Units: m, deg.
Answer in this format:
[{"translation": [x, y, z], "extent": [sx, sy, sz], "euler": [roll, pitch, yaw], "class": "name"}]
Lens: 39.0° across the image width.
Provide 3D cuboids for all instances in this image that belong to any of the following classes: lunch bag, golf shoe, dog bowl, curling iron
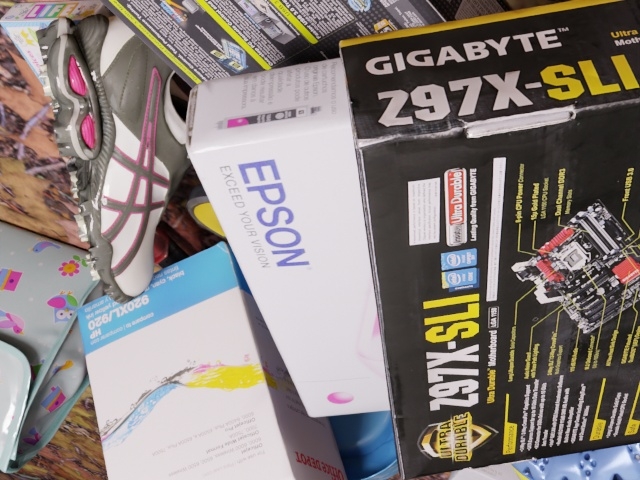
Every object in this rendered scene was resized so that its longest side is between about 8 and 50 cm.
[{"translation": [-0.383, 0.122, 1.059], "extent": [0.223, 0.262, 0.160], "euler": [19, 148, 13], "class": "lunch bag"}, {"translation": [-0.147, -0.054, 0.735], "extent": [0.120, 0.105, 0.273], "euler": [-12, 136, -14], "class": "golf shoe"}, {"translation": [-0.021, 0.171, 0.976], "extent": [0.297, 0.166, 0.074], "euler": [8, 155, 27], "class": "dog bowl"}, {"translation": [-0.161, 0.002, 0.927], "extent": [0.068, 0.035, 0.274], "euler": [-6, 132, 38], "class": "curling iron"}]

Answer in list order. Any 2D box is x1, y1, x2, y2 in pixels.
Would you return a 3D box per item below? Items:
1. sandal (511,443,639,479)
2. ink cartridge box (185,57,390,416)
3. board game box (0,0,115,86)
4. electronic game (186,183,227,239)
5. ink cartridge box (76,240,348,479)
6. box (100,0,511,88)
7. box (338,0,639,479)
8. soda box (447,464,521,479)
[{"translation": [0.309, 0.165, 0.773], "extent": [0.317, 0.126, 0.138], "euler": [-3, 135, 26], "class": "sandal"}, {"translation": [0.116, 0.006, 0.603], "extent": [0.330, 0.071, 0.324], "euler": [-7, 140, 10], "class": "ink cartridge box"}, {"translation": [-0.190, -0.134, 0.773], "extent": [0.103, 0.026, 0.154], "euler": [6, 143, 28], "class": "board game box"}, {"translation": [0.000, 0.000, 0.750], "extent": [0.229, 0.048, 0.229], "euler": [16, 168, 4], "class": "electronic game"}, {"translation": [-0.099, 0.159, 0.855], "extent": [0.168, 0.233, 0.171], "euler": [-24, 152, 10], "class": "ink cartridge box"}, {"translation": [-0.031, -0.167, 0.581], "extent": [0.270, 0.060, 0.216], "euler": [43, 145, -24], "class": "box"}, {"translation": [0.156, 0.015, 0.504], "extent": [0.257, 0.079, 0.322], "euler": [-8, 139, 3], "class": "box"}, {"translation": [0.258, 0.276, 1.005], "extent": [0.216, 0.069, 0.074], "euler": [23, 147, 5], "class": "soda box"}]
